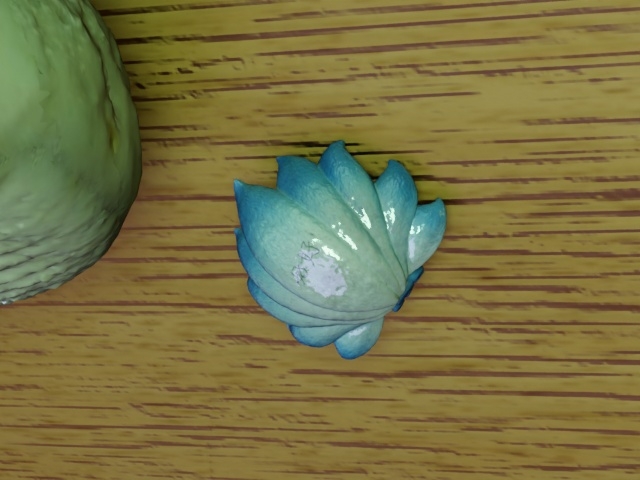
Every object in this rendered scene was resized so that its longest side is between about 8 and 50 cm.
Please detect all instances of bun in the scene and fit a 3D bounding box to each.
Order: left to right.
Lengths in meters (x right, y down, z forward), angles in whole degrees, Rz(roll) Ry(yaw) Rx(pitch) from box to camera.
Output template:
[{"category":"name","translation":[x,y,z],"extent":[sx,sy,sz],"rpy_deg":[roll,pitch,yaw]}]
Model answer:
[{"category":"bun","translation":[-0.265,-0.067,0.921],"extent":[0.365,0.365,0.219],"rpy_deg":[-14,80,33]}]

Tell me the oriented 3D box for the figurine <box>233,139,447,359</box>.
[{"category":"figurine","translation":[0.000,0.000,0.998],"extent":[0.114,0.079,0.114],"rpy_deg":[8,113,19]}]
